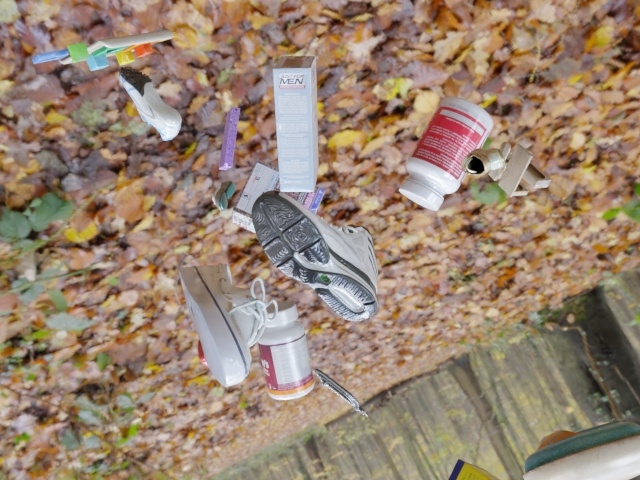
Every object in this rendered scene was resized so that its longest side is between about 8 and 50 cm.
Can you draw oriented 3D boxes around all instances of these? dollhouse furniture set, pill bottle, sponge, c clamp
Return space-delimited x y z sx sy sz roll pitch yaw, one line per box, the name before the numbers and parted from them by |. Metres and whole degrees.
dollhouse furniture set | 0.540 -0.210 1.465 0.151 0.144 0.123 -6 133 -23
pill bottle | -0.092 0.273 1.398 0.121 0.221 0.121 -10 -172 1
sponge | -0.320 -0.354 1.956 0.031 0.210 0.117 8 177 -20
pill bottle | 0.481 -0.333 2.183 0.407 0.229 0.229 -60 160 -1
c clamp | 0.049 0.381 1.392 0.022 0.161 0.137 -48 157 -17

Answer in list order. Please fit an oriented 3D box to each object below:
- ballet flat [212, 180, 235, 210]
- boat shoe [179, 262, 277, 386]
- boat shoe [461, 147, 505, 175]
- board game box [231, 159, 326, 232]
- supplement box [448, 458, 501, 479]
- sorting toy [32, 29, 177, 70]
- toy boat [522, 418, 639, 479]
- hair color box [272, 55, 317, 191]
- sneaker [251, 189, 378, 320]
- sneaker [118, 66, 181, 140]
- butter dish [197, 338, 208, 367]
ballet flat | -0.396 -0.174 2.225 0.068 0.072 0.213 -4 -151 10
boat shoe | -0.152 0.129 1.019 0.156 0.136 0.367 -14 -160 -18
boat shoe | 0.296 -0.147 1.060 0.045 0.050 0.135 -22 -176 -10
board game box | -0.163 -0.131 2.139 0.141 0.291 0.232 123 -10 -69
supplement box | 0.514 0.786 1.510 0.195 0.356 0.194 36 81 -40
sorting toy | -0.442 -0.412 1.223 0.196 0.047 0.348 2 -156 39
toy boat | 0.556 0.474 1.222 0.267 0.148 0.318 -16 148 -1
hair color box | -0.070 -0.356 1.708 0.113 0.185 0.374 1 119 4
sneaker | 0.000 0.001 1.556 0.169 0.447 0.257 -33 -159 28
sneaker | -0.452 -0.357 1.446 0.085 0.237 0.086 -25 161 -52
butter dish | -0.326 0.337 1.717 0.118 0.160 0.160 -27 134 19
